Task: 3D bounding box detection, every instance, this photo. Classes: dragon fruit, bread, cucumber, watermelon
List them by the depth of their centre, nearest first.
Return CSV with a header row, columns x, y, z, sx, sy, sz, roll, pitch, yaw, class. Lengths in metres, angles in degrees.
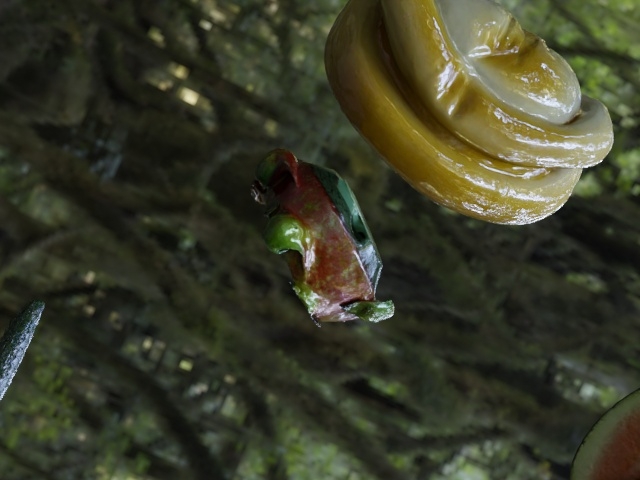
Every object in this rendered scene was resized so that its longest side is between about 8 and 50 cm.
x,y,z,sx,sy,sz,roll,pitch,yaw,class
0.380,0.216,1.626,0.303,0.128,0.159,-33,-174,22,watermelon
-0.443,0.193,2.036,0.043,0.044,0.256,93,20,-72,cucumber
0.000,0.000,2.037,0.130,0.268,0.295,-24,174,4,dragon fruit
0.218,-0.222,2.141,0.245,0.424,0.329,-47,-170,31,bread
